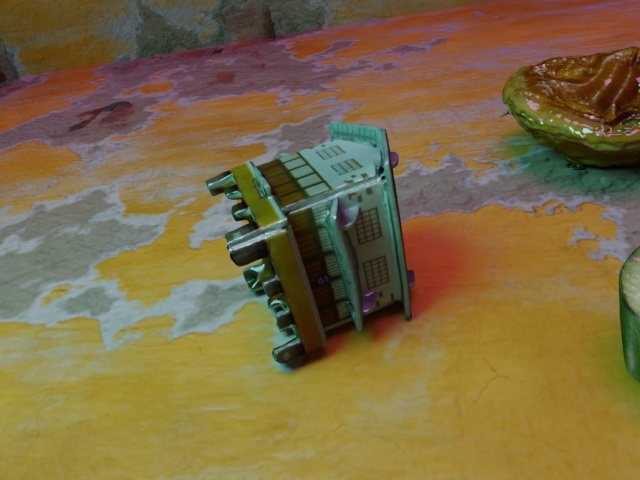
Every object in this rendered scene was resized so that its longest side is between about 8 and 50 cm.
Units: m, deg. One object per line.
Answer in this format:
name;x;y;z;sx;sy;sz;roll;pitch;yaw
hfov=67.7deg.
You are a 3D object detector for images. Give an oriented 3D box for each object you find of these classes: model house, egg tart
model house;0.000;0.000;0.587;0.215;0.224;0.198;-21;33;-8
egg tart;0.487;-0.231;0.835;0.340;0.153;0.351;-8;35;4

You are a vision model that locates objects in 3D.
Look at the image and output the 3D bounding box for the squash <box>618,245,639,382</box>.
squash;0.366;0.083;0.446;0.170;0.122;0.170;-7;36;5
